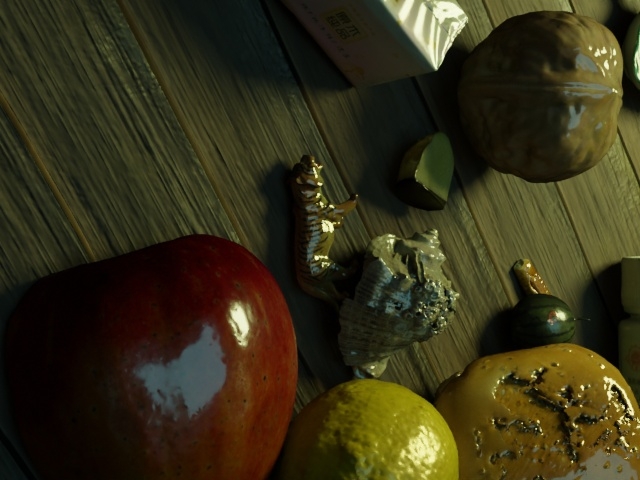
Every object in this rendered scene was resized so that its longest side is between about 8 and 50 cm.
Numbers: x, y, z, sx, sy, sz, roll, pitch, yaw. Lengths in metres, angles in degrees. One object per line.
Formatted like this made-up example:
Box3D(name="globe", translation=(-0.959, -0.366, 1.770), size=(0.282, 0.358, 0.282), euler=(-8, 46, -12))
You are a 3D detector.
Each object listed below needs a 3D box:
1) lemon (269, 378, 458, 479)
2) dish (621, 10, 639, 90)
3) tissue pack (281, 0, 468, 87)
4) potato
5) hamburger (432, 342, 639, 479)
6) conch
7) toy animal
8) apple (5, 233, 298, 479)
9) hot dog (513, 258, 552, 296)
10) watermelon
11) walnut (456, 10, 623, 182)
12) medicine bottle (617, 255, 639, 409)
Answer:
Box3D(name="lemon", translation=(0.055, 0.321, 1.326), size=(0.245, 0.245, 0.320), euler=(59, 39, -20))
Box3D(name="dish", translation=(0.611, -0.356, 1.842), size=(0.224, 0.078, 0.246), euler=(-22, 103, -34))
Box3D(name="tissue pack", translation=(0.059, -0.335, 1.383), size=(0.225, 0.185, 0.124), euler=(47, 61, -26))
Box3D(name="potato", translation=(0.158, -0.111, 1.524), size=(0.096, 0.066, 0.103), euler=(44, 60, -43))
Box3D(name="hamburger", translation=(0.321, 0.298, 1.461), size=(0.305, 0.174, 0.284), euler=(-9, 67, -7))
Box3D(name="conch", translation=(0.105, 0.089, 1.443), size=(0.178, 0.163, 0.245), euler=(28, 90, -30))
Box3D(name="toy animal", translation=(0.000, 0.000, 1.421), size=(0.099, 0.057, 0.241), euler=(0, 91, -29))
Box3D(name="apple", translation=(-0.193, 0.178, 1.239), size=(0.329, 0.295, 0.364), euler=(-5, 91, 2))
Box3D(name="hot dog", translation=(0.369, 0.090, 1.695), size=(0.044, 0.028, 0.137), euler=(-44, 115, -20))
Box3D(name="watermelon", translation=(0.374, 0.137, 1.640), size=(0.133, 0.105, 0.105), euler=(-6, 93, 0))
Box3D(name="walnut", translation=(0.336, -0.221, 1.530), size=(0.227, 0.273, 0.273), euler=(34, 70, -29))
Box3D(name="medicine bottle", translation=(0.634, 0.210, 1.768), size=(0.211, 0.211, 0.371), euler=(-2, 91, -36))
